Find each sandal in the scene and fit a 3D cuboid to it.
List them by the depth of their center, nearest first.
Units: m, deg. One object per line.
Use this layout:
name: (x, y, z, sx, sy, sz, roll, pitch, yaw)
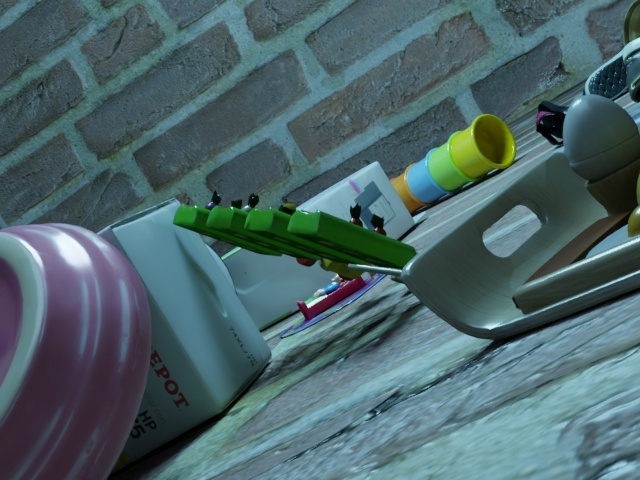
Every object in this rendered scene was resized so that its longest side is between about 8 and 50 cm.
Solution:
sandal: (0.334, -0.163, 1.569, 0.040, 0.067, 0.179, -42, 4, 4)

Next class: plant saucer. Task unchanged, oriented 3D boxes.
plant saucer: (-0.288, 0.119, 0.871, 0.332, 0.084, 0.332, -20, 48, 24)

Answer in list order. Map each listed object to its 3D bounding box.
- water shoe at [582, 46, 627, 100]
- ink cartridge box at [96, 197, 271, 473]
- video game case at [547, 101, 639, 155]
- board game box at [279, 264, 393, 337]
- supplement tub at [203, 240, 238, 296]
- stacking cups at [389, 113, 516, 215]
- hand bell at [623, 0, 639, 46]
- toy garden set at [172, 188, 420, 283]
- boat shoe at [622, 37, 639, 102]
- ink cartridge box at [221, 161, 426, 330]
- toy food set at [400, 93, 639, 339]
water shoe: (0.523, -0.298, 1.838, 0.203, 0.073, 0.080, -31, 0, 0)
ink cartridge box: (-0.225, 0.117, 1.080, 0.270, 0.198, 0.197, -31, 2, 14)
video game case: (0.332, -0.123, 1.200, 0.201, 0.023, 0.183, -30, 3, 19)
board game box: (0.014, 0.058, 1.306, 0.133, 0.033, 0.168, -29, 3, 37)
supplement tub: (-0.269, 0.118, 1.506, 0.207, 0.207, 0.338, -33, 2, -34)
stacking cups: (0.196, -0.113, 1.874, 0.096, 0.096, 0.316, -33, 2, -37)
hand bell: (0.569, -0.315, 1.572, 0.242, 0.126, 0.126, -20, -2, -20)
toy garden set: (0.009, -0.005, 1.034, 0.204, 0.049, 0.244, 20, -9, -35)
boat shoe: (0.459, -0.227, 1.291, 0.081, 0.069, 0.227, 17, -25, -34)
ink cartridge box: (0.000, 0.000, 1.621, 0.207, 0.119, 0.353, -30, 3, 29)
toy food set: (0.212, -0.062, 0.622, 0.306, 0.092, 0.220, -29, 3, 44)
